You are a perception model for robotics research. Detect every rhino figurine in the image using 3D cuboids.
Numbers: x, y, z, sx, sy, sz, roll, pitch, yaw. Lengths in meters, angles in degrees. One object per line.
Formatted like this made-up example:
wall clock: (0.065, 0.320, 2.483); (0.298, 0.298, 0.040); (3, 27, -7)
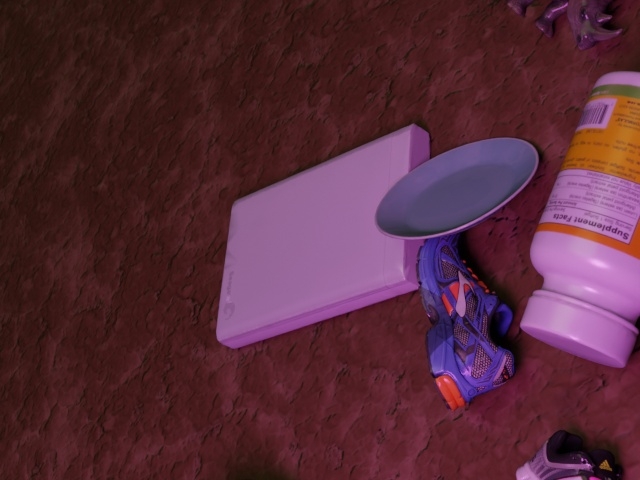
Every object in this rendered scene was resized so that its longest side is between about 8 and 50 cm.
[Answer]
rhino figurine: (0.258, -0.282, 1.416); (0.106, 0.073, 0.243); (-53, 40, 16)

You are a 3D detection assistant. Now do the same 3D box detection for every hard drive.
hard drive: (0.000, 0.000, 1.564); (0.307, 0.040, 0.203); (-21, 53, 40)

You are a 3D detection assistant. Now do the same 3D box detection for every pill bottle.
pill bottle: (0.272, -0.016, 1.180); (0.136, 0.136, 0.246); (14, 79, 52)

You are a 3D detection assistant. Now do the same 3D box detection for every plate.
plate: (0.147, -0.049, 1.388); (0.188, 0.024, 0.188); (-23, 26, 12)

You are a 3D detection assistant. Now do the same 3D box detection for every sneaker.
sneaker: (0.152, 0.074, 1.323); (0.087, 0.083, 0.221); (-15, 47, 12)
sneaker: (0.238, 0.221, 1.131); (0.075, 0.063, 0.170); (-62, 32, 10)

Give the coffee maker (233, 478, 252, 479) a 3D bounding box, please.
coffee maker: (-0.096, 0.344, 1.352); (0.120, 0.171, 0.178); (-55, 33, 35)
